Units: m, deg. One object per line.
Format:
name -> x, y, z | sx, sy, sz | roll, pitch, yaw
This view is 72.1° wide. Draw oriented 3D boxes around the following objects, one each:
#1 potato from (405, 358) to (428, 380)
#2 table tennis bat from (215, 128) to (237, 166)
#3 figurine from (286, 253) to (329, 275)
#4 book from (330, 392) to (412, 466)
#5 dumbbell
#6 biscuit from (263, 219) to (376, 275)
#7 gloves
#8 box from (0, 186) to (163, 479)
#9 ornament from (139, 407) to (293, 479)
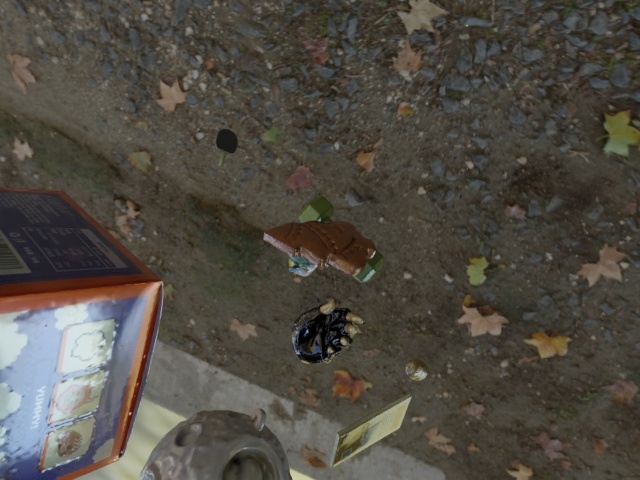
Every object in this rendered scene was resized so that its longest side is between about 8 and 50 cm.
potato -> 0.237, 0.319, 1.088 | 0.051, 0.040, 0.083 | -51, 133, -5
table tennis bat -> -0.365, -0.355, 1.687 | 0.086, 0.157, 0.013 | 22, 161, -34
figurine -> -0.037, 0.073, 1.660 | 0.184, 0.128, 0.234 | 5, 152, 9
book -> 0.168, 0.632, 1.462 | 0.020, 0.295, 0.208 | 47, 143, 40
dumbbell -> 0.064, -0.005, 1.375 | 0.108, 0.121, 0.302 | -44, 83, -3
biscuit -> 0.000, 0.000, 1.187 | 0.305, 0.284, 0.043 | 7, 116, -10
gloves -> 0.024, 0.238, 1.144 | 0.203, 0.124, 0.165 | -18, 100, 18
box -> -0.441, 0.123, 0.627 | 0.348, 0.256, 0.319 | 29, 110, 34
ornament -> -0.234, 0.554, 0.972 | 0.336, 0.337, 0.338 | 7, 117, 15
